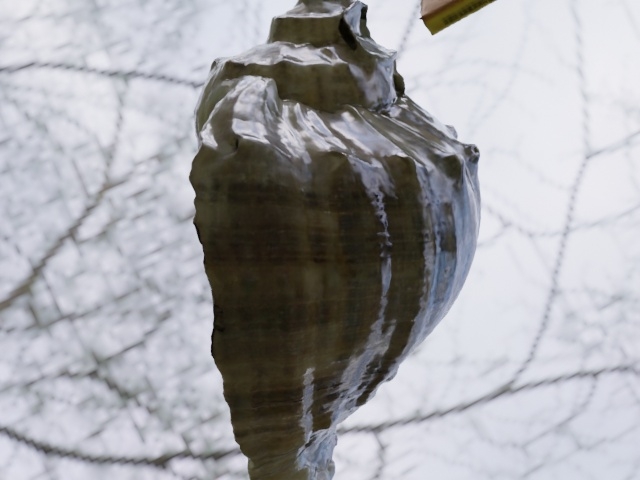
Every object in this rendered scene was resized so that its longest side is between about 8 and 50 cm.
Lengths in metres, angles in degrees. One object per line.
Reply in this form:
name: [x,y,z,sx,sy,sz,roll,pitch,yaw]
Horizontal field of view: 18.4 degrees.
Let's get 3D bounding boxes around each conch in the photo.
conch: [0.016,-0.005,1.101,0.210,0.159,0.291,5,77,-89]

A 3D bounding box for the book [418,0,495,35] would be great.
book: [0.240,-0.320,1.545,0.374,0.262,0.028,-27,-59,24]
